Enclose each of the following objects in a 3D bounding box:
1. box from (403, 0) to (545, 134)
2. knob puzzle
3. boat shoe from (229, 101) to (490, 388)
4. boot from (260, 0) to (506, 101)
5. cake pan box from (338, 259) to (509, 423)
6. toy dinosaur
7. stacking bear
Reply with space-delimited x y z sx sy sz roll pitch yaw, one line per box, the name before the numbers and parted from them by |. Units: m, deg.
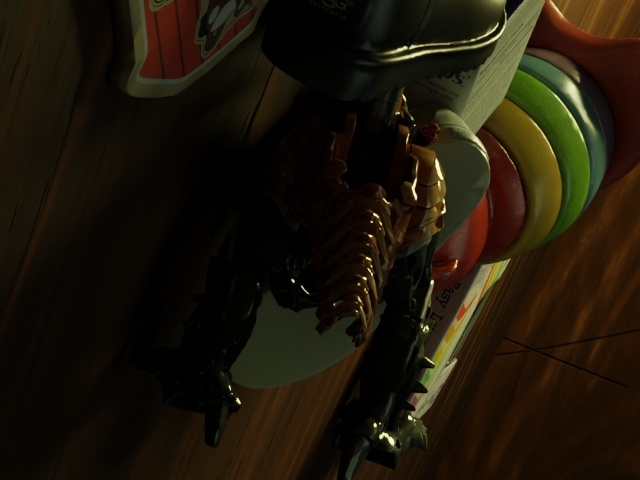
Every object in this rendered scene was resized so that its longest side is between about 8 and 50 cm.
box | 0.088 -0.126 1.264 0.126 0.072 0.137 -50 166 -45
knob puzzle | -0.027 -0.135 0.805 0.213 0.030 0.213 -58 170 -17
boat shoe | 0.017 0.002 1.217 0.227 0.079 0.081 -45 -151 16
boot | 0.073 -0.190 0.958 0.207 0.094 0.246 -64 166 24
cake pan box | 0.125 0.087 2.032 0.246 0.070 0.267 -61 170 10
toy dinosaur | 0.000 0.000 1.009 0.322 0.164 0.218 -17 127 -69
stacking bear | 0.120 -0.055 1.418 0.289 0.175 0.164 -36 147 -46
